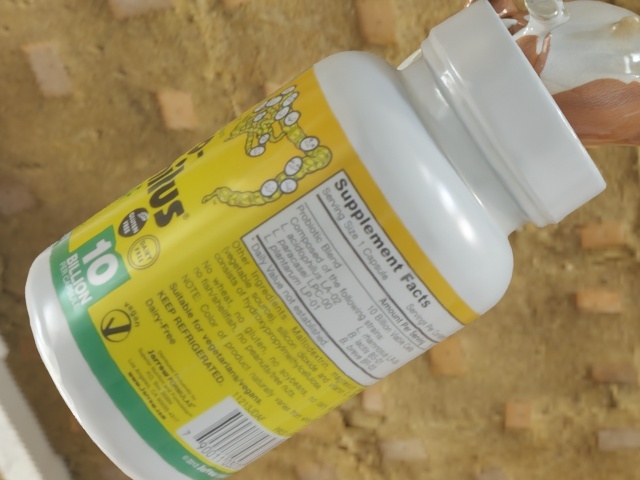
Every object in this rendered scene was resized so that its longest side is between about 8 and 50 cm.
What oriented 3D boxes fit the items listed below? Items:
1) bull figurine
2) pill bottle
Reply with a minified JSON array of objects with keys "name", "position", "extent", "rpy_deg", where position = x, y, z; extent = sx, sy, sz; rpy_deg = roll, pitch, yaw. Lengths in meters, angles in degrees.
[{"name":"bull figurine","position":[0.149,-0.114,0.945],"extent":[0.311,0.101,0.188],"rpy_deg":[-5,-27,-12]},{"name":"pill bottle","position":[0.000,0.000,0.572],"extent":[0.208,0.117,0.117],"rpy_deg":[-33,-58,10]}]
